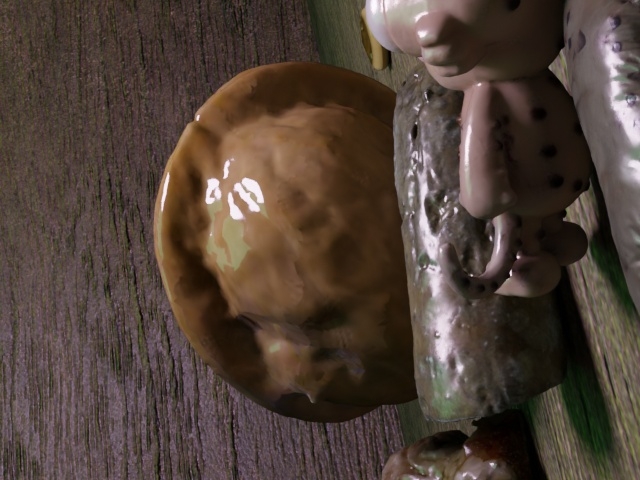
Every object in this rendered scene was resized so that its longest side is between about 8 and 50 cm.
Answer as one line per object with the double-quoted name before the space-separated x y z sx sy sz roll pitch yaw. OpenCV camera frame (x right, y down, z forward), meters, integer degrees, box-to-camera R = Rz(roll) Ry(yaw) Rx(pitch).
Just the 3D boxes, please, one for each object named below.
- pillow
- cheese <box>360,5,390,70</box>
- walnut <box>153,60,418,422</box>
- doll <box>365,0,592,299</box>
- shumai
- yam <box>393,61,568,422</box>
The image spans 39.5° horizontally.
"pillow" 0.167 -0.047 0.452 0.093 0.051 0.241 86 175 -75
"cheese" 0.085 -0.352 1.418 0.162 0.036 0.086 80 176 -54
"walnut" 0.005 0.008 0.992 0.383 0.383 0.383 169 90 -88
"doll" 0.112 -0.098 0.573 0.119 0.154 0.278 2 109 42
"shumai" 0.166 0.273 1.003 0.206 0.166 0.175 44 145 40
"yam" 0.127 -0.009 0.781 0.133 0.133 0.330 84 178 -73
